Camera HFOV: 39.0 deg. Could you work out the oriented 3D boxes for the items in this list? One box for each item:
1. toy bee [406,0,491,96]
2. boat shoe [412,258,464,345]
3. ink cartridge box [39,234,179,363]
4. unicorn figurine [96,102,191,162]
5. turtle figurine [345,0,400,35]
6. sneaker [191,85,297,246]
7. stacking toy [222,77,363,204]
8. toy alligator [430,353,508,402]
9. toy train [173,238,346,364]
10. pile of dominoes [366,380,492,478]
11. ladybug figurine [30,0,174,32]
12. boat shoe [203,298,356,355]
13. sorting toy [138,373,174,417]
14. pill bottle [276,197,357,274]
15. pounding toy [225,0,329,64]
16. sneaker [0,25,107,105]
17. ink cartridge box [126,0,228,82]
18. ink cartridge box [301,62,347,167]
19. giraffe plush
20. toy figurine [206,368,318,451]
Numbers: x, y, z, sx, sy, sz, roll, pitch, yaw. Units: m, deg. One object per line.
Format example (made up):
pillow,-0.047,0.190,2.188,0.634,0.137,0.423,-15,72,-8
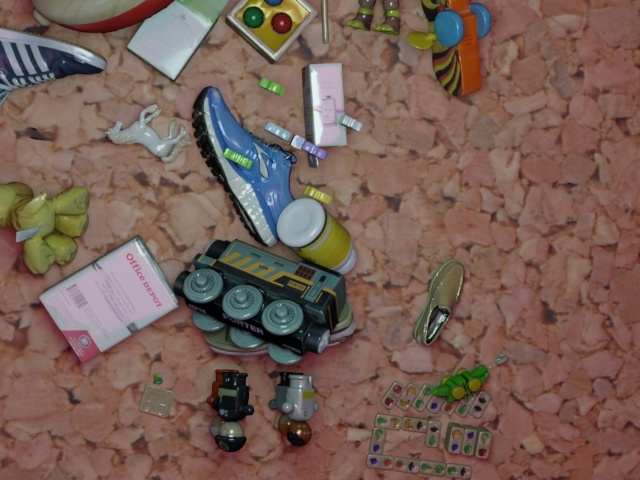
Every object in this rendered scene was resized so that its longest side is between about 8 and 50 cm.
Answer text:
toy bee,0.261,-0.447,1.790,0.195,0.162,0.298,2,110,-39
boat shoe,0.254,0.132,1.867,0.068,0.072,0.190,20,92,-10
ink cartridge box,-0.406,0.111,1.759,0.218,0.092,0.159,-31,99,-2
unicorn figurine,-0.337,-0.210,1.752,0.162,0.060,0.111,39,89,-10
turtle figurine,0.113,-0.522,1.771,0.269,0.087,0.217,15,101,17
sneaker,-0.136,-0.158,1.769,0.147,0.130,0.330,-33,106,-15
stacking toy,-0.047,-0.185,1.683,0.221,0.052,0.167,25,92,-11
toy alligator,0.318,0.299,1.903,0.189,0.056,0.051,-22,119,-17
toy train,-0.111,0.105,1.721,0.334,0.142,0.190,20,54,23
pile of dominoes,0.236,0.404,1.908,0.251,0.040,0.196,9,94,-10
ladybug figurine,-0.328,-0.529,1.637,0.449,0.305,0.162,-37,144,1
boat shoe,-0.078,0.189,1.801,0.302,0.113,0.103,-7,140,9
sorting toy,-0.328,0.313,1.830,0.062,0.012,0.083,18,96,-5
pill bottle,0.000,0.000,1.764,0.103,0.103,0.184,-49,141,-1
pounding toy,-0.050,-0.445,1.754,0.181,0.094,0.206,41,89,-10
sneaker,-0.550,-0.309,1.690,0.282,0.099,0.153,12,89,-2
ink cartridge box,-0.268,-0.422,1.740,0.109,0.062,0.209,35,90,-10
ink cartridge box,0.008,-0.244,1.772,0.067,0.115,0.198,-4,97,-9
giraffe plush,-0.562,-0.048,1.697,0.170,0.210,0.181,24,96,19
toy figurine,-0.114,0.331,1.764,0.209,0.213,0.148,4,83,-13
